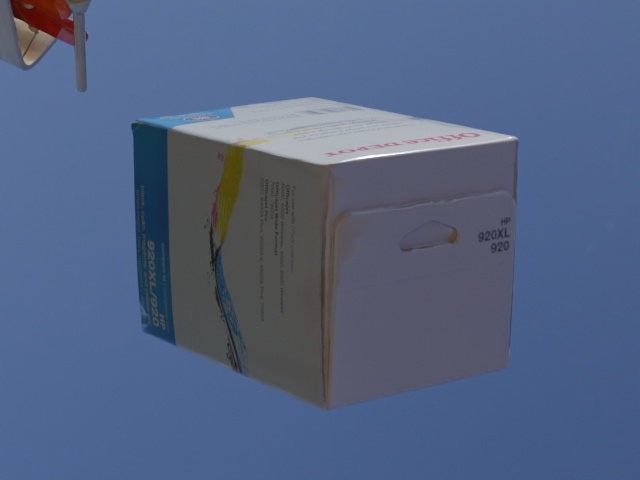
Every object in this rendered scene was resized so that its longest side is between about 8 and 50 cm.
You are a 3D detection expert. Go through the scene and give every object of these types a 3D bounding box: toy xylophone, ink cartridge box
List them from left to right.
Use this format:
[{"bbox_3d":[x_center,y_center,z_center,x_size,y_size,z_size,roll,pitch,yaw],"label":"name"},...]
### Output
[{"bbox_3d":[-0.323,-0.269,1.626,0.081,0.236,0.322,-61,179,-23],"label":"toy xylophone"},{"bbox_3d":[0.000,0.000,1.125,0.233,0.171,0.168,17,-69,51],"label":"ink cartridge box"}]
